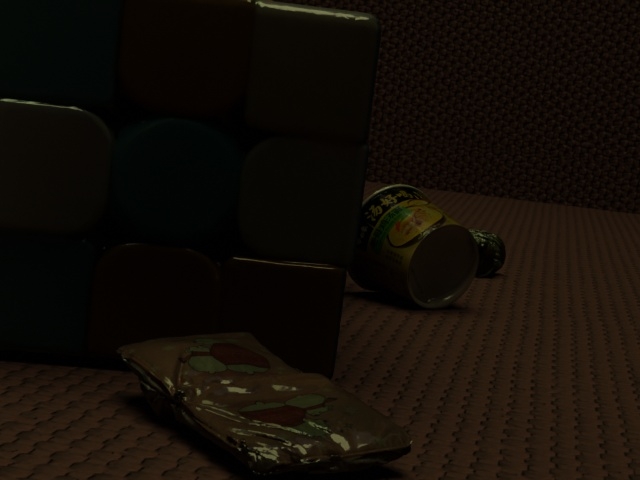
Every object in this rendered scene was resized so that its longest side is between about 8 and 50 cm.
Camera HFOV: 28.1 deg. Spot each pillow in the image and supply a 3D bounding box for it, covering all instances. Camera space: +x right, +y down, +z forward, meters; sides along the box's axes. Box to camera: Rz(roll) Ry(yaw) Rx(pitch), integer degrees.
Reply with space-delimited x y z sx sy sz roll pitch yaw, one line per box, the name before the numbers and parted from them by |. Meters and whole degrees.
pillow | -0.052 0.124 0.967 0.135 0.049 0.248 0 13 -34

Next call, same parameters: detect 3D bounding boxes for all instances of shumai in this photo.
shumai | 0.243 0.029 1.956 0.082 0.083 0.080 -22 23 35

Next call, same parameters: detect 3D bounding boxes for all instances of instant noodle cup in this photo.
instant noodle cup | 0.122 0.013 1.634 0.152 0.151 0.122 1 15 -35

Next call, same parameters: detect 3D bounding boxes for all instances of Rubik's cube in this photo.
Rubik's cube | -0.148 -0.074 1.264 0.347 0.344 0.347 7 8 -9

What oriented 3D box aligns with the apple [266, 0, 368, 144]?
apple | -0.133 -0.127 1.608 0.392 0.391 0.346 6 22 -4
